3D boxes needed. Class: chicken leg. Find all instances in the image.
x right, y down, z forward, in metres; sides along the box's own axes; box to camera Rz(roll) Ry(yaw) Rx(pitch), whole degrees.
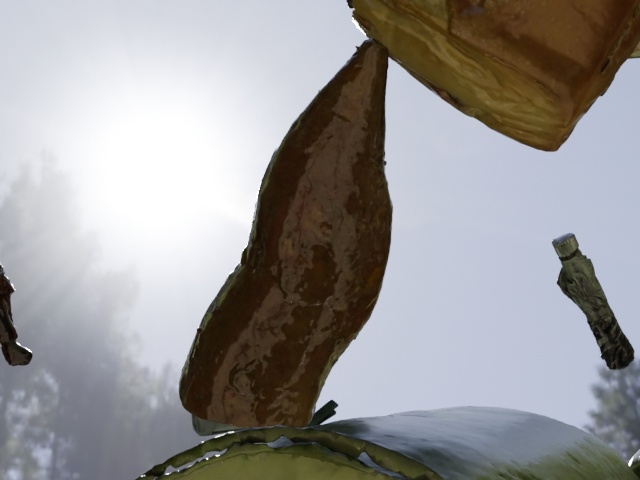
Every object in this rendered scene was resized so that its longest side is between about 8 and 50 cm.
[{"bbox_3d":[-0.374,0.040,1.349,0.219,0.089,0.048,39,-24,-11],"label":"chicken leg"}]

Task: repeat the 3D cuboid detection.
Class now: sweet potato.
[{"bbox_3d":[-0.001,0.000,1.069,0.131,0.131,0.336,21,-78,-19],"label":"sweet potato"}]

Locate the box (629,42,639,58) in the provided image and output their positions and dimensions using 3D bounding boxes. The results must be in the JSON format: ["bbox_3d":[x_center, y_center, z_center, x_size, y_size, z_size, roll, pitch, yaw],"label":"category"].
[{"bbox_3d":[0.303,-0.317,1.457,0.148,0.194,0.177,-3,-11,20],"label":"box"}]

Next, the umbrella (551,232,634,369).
[{"bbox_3d":[0.337,0.079,1.629,0.050,0.046,0.188,-27,-76,6],"label":"umbrella"}]

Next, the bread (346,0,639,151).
[{"bbox_3d":[0.167,-0.213,1.145,0.235,0.210,0.099,37,-16,2],"label":"bread"}]

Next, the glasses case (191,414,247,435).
[{"bbox_3d":[-0.082,0.173,1.566,0.056,0.266,0.105,20,-87,21],"label":"glasses case"}]

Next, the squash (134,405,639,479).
[{"bbox_3d":[0.056,0.225,0.729,0.263,0.263,0.384,-30,-16,17],"label":"squash"}]

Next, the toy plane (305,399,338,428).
[{"bbox_3d":[-0.063,0.226,1.209,0.060,0.235,0.096,42,-52,12],"label":"toy plane"}]

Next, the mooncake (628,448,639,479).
[{"bbox_3d":[0.509,0.325,1.423,0.356,0.356,0.194,-9,-46,2],"label":"mooncake"}]
